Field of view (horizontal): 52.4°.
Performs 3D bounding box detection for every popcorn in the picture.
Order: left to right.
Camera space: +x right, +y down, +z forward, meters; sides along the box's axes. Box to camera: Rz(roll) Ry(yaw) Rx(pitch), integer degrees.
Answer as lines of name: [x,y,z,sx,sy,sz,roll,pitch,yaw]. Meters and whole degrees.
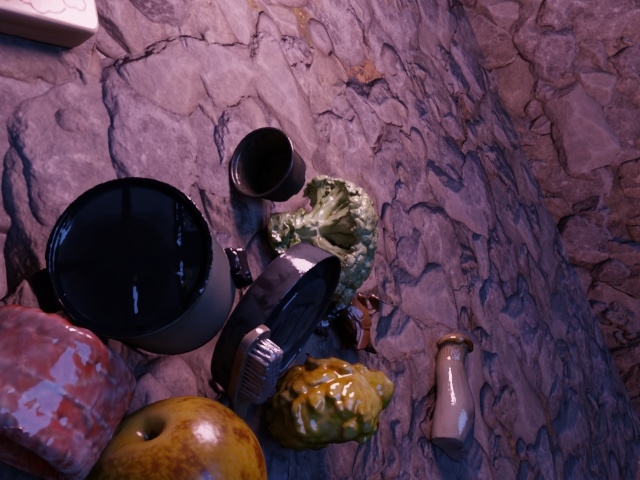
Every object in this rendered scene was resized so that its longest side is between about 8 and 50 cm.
popcorn: [0.017,0.311,1.287,0.266,0.233,0.192,-15,81,-27]

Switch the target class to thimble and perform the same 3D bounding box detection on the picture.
thimble: [-0.366,0.199,0.838,0.239,0.239,0.162,46,49,-31]

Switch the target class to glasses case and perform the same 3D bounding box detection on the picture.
glasses case: [-0.517,-0.406,1.011,0.336,0.076,0.144,-4,79,-53]

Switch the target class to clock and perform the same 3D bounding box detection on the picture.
clock: [-0.077,0.148,1.191,0.066,0.319,0.319,33,35,16]

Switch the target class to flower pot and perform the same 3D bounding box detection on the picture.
flower pot: [-0.102,-0.152,1.391,0.107,0.157,0.157,25,57,-60]

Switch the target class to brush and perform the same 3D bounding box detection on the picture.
brush: [-0.120,0.272,1.085,0.065,0.327,0.070,35,41,20]

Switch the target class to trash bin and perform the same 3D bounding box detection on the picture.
trash bin: [-0.248,0.050,0.963,0.262,0.277,0.217,94,-24,-75]

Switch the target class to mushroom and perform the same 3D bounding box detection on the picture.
mushroom: [0.366,0.422,1.796,0.159,0.122,0.329,82,13,-63]

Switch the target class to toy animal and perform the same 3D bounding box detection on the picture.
toy animal: [0.068,0.205,1.518,0.179,0.089,0.188,-31,102,-35]

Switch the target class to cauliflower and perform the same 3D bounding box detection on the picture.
cauliflower: [0.000,0.000,1.437,0.250,0.275,0.272,4,104,-14]

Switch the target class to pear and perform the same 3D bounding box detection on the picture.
pear: [-0.206,0.368,0.947,0.280,0.280,0.281,24,58,-45]
